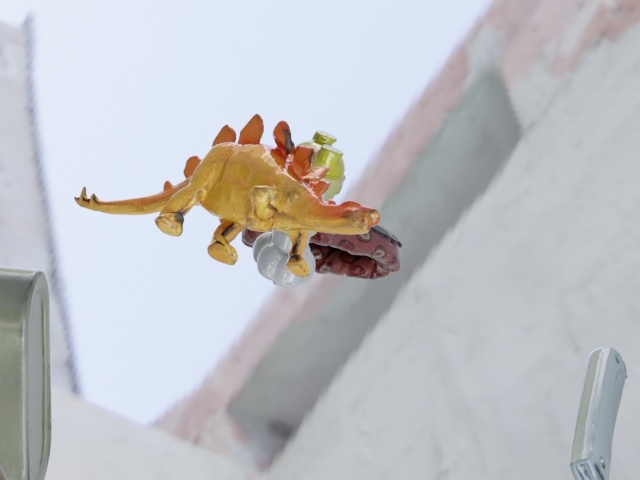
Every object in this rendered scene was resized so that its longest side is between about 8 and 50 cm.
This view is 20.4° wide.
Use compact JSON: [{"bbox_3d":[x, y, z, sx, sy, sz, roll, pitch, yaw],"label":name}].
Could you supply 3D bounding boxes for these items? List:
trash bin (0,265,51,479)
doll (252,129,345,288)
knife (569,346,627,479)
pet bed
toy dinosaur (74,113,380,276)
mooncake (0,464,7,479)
[{"bbox_3d":[-0.384,0.126,1.677,0.121,0.247,0.243,-76,168,-70],"label":"trash bin"},{"bbox_3d":[-0.020,-0.027,1.762,0.106,0.062,0.162,-106,-145,-64],"label":"doll"},{"bbox_3d":[0.203,0.130,1.290,0.023,0.044,0.162,-16,-157,22],"label":"knife"},{"bbox_3d":[0.000,0.000,2.161,0.201,0.201,0.053,-17,-122,63],"label":"pet bed"},{"bbox_3d":[-0.063,-0.044,1.351,0.288,0.070,0.117,8,-124,40],"label":"toy dinosaur"},{"bbox_3d":[-0.368,0.245,0.934,0.246,0.394,0.393,-8,-124,46],"label":"mooncake"}]
